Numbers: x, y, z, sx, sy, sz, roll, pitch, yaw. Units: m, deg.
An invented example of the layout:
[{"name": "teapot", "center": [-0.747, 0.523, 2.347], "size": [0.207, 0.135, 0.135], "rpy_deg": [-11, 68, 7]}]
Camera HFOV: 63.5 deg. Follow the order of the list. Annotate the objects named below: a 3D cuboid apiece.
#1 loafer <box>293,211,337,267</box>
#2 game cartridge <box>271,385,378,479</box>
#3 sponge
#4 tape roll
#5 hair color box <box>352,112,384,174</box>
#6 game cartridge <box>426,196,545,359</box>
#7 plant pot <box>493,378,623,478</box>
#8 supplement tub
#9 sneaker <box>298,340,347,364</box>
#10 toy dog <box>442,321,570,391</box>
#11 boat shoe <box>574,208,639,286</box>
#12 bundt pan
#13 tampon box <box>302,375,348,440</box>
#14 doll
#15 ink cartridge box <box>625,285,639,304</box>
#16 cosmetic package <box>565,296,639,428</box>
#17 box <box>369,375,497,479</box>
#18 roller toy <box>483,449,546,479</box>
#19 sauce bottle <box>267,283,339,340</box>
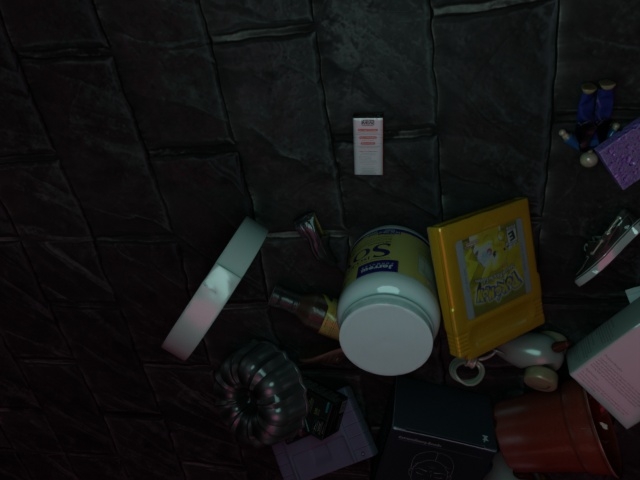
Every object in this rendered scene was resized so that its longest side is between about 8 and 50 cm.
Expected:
[{"name": "loafer", "center": [0.000, 0.000, 1.369], "size": [0.061, 0.062, 0.170], "rpy_deg": [-30, 111, 20]}, {"name": "game cartridge", "center": [-0.012, 0.633, 1.670], "size": [0.355, 0.068, 0.230], "rpy_deg": [-32, 76, 25]}, {"name": "sponge", "center": [0.706, -0.215, 1.097], "size": [0.210, 0.031, 0.117], "rpy_deg": [-37, 112, 17]}, {"name": "tape roll", "center": [-0.260, 0.115, 1.294], "size": [0.072, 0.392, 0.392], "rpy_deg": [34, 120, -8]}, {"name": "hair color box", "center": [0.114, -0.227, 1.222], "size": [0.072, 0.043, 0.141], "rpy_deg": [3, 121, 10]}, {"name": "game cartridge", "center": [0.395, 0.087, 1.199], "size": [0.286, 0.053, 0.323], "rpy_deg": [-18, 101, -25]}, {"name": "plant pot", "center": [0.649, 0.527, 1.443], "size": [0.265, 0.272, 0.272], "rpy_deg": [-22, 114, 31]}, {"name": "supplement tub", "center": [0.167, 0.136, 1.254], "size": [0.241, 0.331, 0.240], "rpy_deg": [5, 120, 8]}, {"name": "sneaker", "center": [0.025, 0.351, 1.562], "size": [0.189, 0.066, 0.071], "rpy_deg": [-18, 116, 21]}, {"name": "toy dog", "center": [0.503, 0.261, 1.351], "size": [0.334, 0.220, 0.161], "rpy_deg": [6, 143, -3]}, {"name": "boat shoe", "center": [0.678, 0.019, 1.243], "size": [0.070, 0.078, 0.219], "rpy_deg": [46, 128, 24]}, {"name": "bundt pan", "center": [-0.201, 0.474, 1.560], "size": [0.331, 0.124, 0.330], "rpy_deg": [8, 104, 34]}, {"name": "tampon box", "center": [-0.020, 0.511, 1.590], "size": [0.161, 0.101, 0.120], "rpy_deg": [20, 98, 30]}, {"name": "doll", "center": [0.583, -0.245, 1.117], "size": [0.129, 0.046, 0.188], "rpy_deg": [-10, 124, 6]}, {"name": "ink cartridge box", "center": [0.878, 0.180, 1.320], "size": [0.146, 0.045, 0.179], "rpy_deg": [-22, 95, 22]}, {"name": "cosmetic package", "center": [0.812, 0.257, 1.252], "size": [0.197, 0.155, 0.365], "rpy_deg": [46, 113, 7]}, {"name": "box", "center": [0.328, 0.652, 1.592], "size": [0.294, 0.212, 0.395], "rpy_deg": [12, 122, 4]}, {"name": "roller toy", "center": [0.601, 0.761, 1.639], "size": [0.209, 0.146, 0.191], "rpy_deg": [-20, 123, 15]}, {"name": "sauce bottle", "center": [0.023, 0.213, 1.456], "size": [0.345, 0.111, 0.111], "rpy_deg": [22, 121, -3]}]
